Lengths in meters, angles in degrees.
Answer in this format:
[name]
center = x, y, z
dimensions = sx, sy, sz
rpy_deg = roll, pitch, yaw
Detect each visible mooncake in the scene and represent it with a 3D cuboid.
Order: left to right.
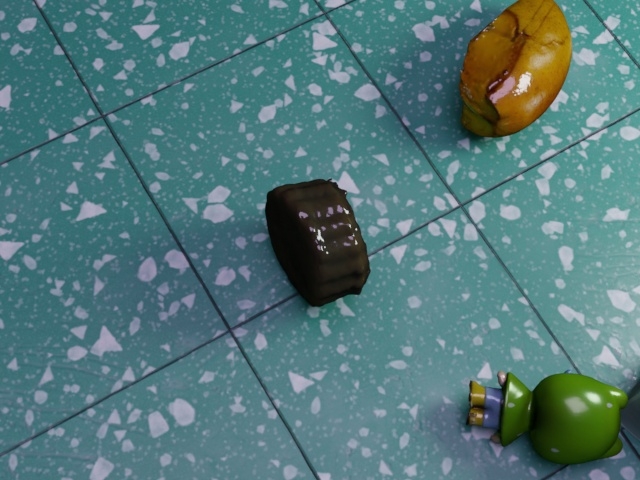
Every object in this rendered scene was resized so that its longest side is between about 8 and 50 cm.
[mooncake]
center = 0.000, 0.000, 1.804
dimensions = 0.124, 0.228, 0.228
rpy_deg = -19, 69, -18

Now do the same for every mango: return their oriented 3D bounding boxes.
[mango]
center = 0.376, -0.347, 2.016
dimensions = 0.199, 0.201, 0.350
rpy_deg = 49, 58, -23

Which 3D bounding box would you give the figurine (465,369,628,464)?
[figurine]
center = 0.380, 0.295, 1.754
dimensions = 0.263, 0.143, 0.162
rpy_deg = 6, 94, 8

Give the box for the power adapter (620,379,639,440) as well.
[power adapter]
center = 0.640, 0.229, 1.770
dimensions = 0.124, 0.187, 0.255
rpy_deg = 42, 70, 12
